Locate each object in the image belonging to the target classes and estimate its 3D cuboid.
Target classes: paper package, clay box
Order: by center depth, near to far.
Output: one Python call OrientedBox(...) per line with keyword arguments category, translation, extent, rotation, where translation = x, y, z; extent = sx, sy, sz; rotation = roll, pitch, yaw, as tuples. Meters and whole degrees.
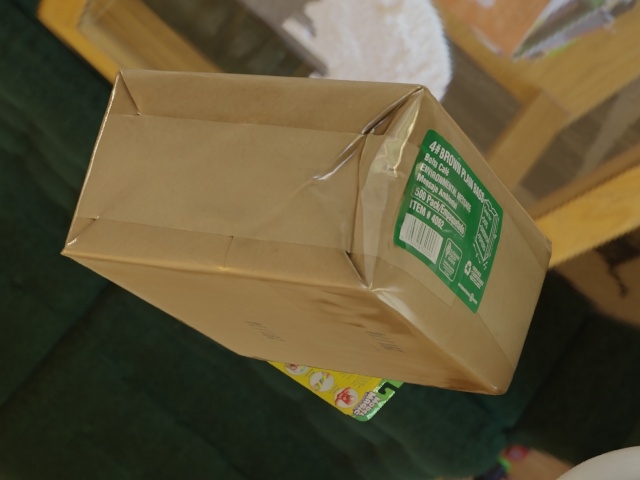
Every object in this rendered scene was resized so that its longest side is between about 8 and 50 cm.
OrientedBox(category="paper package", translation=(0.000, 0.000, 1.127), extent=(0.310, 0.168, 0.325), rotation=(6, 162, 29))
OrientedBox(category="clay box", translation=(0.013, 0.139, 1.779), extent=(0.222, 0.127, 0.053), rotation=(36, -163, -20))

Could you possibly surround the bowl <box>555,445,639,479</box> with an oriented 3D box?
OrientedBox(category="bowl", translation=(0.311, 0.292, 1.258), extent=(0.298, 0.134, 0.297), rotation=(1, 125, 1))
